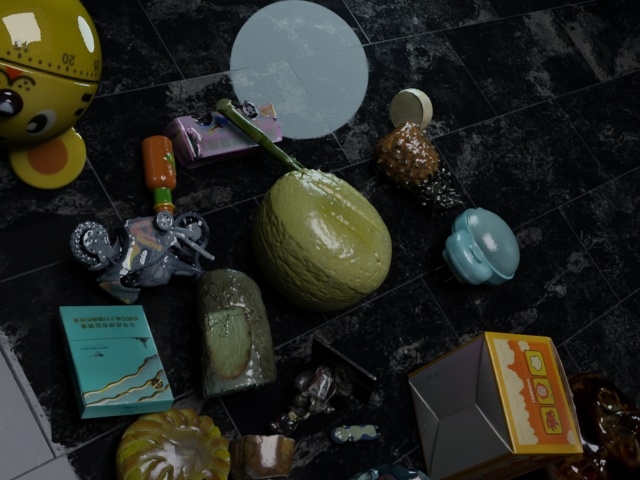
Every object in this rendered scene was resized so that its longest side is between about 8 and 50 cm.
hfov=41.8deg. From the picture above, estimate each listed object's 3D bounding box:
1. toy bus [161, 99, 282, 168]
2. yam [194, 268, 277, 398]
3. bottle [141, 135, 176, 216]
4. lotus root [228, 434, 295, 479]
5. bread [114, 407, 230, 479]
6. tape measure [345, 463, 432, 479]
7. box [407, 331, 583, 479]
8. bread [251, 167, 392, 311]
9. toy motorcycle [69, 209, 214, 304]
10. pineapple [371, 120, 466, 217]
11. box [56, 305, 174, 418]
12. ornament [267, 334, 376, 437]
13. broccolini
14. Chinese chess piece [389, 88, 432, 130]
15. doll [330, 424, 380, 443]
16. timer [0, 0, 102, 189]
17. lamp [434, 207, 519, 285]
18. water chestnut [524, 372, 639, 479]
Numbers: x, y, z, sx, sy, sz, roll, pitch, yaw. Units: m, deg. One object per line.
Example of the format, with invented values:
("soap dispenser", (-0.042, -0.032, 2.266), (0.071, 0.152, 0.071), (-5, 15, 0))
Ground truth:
("toy bus", (-0.218, -0.244, 1.911), (0.274, 0.090, 0.112), (-17, 83, -39))
("yam", (-0.167, 0.194, 1.641), (0.154, 0.154, 0.254), (8, 54, -31))
("bottle", (-0.339, -0.128, 1.772), (0.069, 0.069, 0.187), (6, 62, -32))
("lotus root", (-0.107, 0.410, 1.562), (0.112, 0.122, 0.081), (14, 58, -38))
("bread", (-0.256, 0.387, 1.488), (0.213, 0.105, 0.213), (17, 52, -23))
("tape measure", (0.138, 0.570, 1.616), (0.256, 0.147, 0.274), (21, 54, -24))
("box", (0.369, 0.370, 1.803), (0.214, 0.283, 0.259), (6, 60, -31))
("bread", (0.007, -0.005, 1.816), (0.321, 0.237, 0.320), (19, 55, -29))
("toy motorcycle", (-0.341, 0.033, 1.643), (0.307, 0.108, 0.173), (-7, 87, -41))
("pineapple", (0.263, -0.169, 2.170), (0.278, 0.158, 0.158), (50, 47, -9))
("box", (-0.373, 0.213, 1.509), (0.162, 0.041, 0.229), (1, 43, -34))
("ornament", (-0.013, 0.331, 1.678), (0.153, 0.166, 0.196), (35, 65, 17))
("broccolini", (-0.083, -0.188, 1.909), (0.392, 0.074, 0.078), (38, 45, -34))
("Chinese chess piece", (0.246, -0.350, 2.271), (0.051, 0.122, 0.122), (-17, 73, -46))
("doll", (0.074, 0.404, 1.753), (0.125, 0.027, 0.037), (1, 55, -34))
("timer", (-0.589, -0.299, 1.555), (0.376, 0.376, 0.386), (15, 99, -27))
("lamp", (0.410, 0.022, 2.139), (0.284, 0.147, 0.209), (-27, 81, -41))
("water chestnut", (0.626, 0.462, 1.912), (0.351, 0.302, 0.350), (21, 49, -25))
